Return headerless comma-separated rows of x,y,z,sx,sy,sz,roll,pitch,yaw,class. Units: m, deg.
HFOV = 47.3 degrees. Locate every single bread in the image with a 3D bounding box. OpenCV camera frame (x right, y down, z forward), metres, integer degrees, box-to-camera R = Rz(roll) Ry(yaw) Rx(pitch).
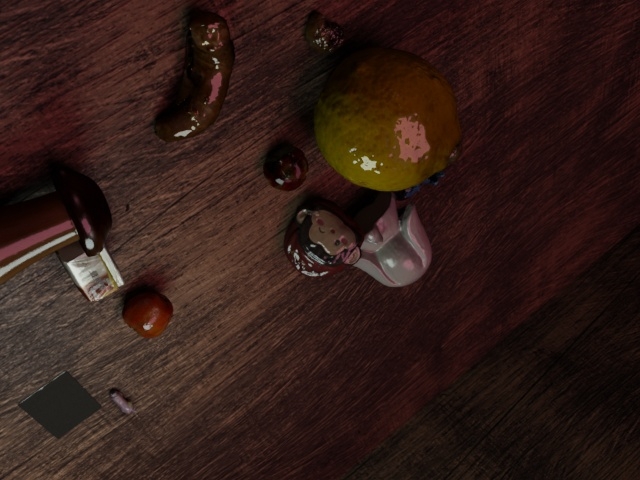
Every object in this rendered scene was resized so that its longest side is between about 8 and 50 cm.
0.013,-0.480,1.716,0.113,0.060,0.082,9,114,-50,bread

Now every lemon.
0.166,-0.289,1.783,0.350,0.387,0.350,-51,165,-19,lemon

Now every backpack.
0.000,0.001,2.041,0.229,0.229,0.139,-57,-177,12,backpack

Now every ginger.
-0.252,-0.339,1.546,0.133,0.107,0.309,-25,144,-49,ginger

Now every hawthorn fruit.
-0.432,0.182,1.835,0.128,0.128,0.128,-26,139,-26,hawthorn fruit

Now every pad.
-0.675,0.432,1.910,0.143,0.003,0.211,-36,142,-15,pad

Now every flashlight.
-0.550,0.445,2.026,0.110,0.052,0.031,67,34,-45,flashlight

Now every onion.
-0.084,-0.178,1.850,0.117,0.119,0.119,-25,143,7,onion

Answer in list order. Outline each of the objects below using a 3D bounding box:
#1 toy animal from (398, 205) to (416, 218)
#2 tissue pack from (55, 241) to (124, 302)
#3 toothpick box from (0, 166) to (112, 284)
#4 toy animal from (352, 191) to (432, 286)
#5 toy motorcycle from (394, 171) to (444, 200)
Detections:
0.240,0.002,2.371,0.239,0.176,0.255,-66,174,28,toy animal
-0.519,0.046,1.628,0.099,0.106,0.149,-34,141,-18,tissue pack
-0.567,-0.023,1.458,0.294,0.192,0.192,-26,139,-18,toothpick box
0.206,0.024,2.171,0.271,0.206,0.265,-37,111,6,toy animal
0.266,-0.227,2.152,0.182,0.124,0.272,-36,144,2,toy motorcycle
